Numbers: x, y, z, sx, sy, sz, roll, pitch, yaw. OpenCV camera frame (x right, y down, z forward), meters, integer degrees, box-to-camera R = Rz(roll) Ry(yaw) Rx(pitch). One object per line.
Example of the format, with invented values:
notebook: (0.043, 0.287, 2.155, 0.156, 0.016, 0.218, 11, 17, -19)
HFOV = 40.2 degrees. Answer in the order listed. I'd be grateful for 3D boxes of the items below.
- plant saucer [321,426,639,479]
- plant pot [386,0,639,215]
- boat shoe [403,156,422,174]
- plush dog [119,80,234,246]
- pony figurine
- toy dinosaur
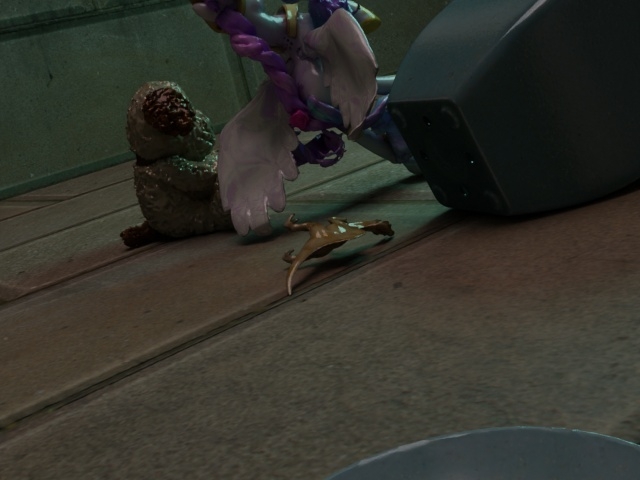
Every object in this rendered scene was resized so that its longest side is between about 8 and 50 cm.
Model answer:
plant saucer: (0.059, 0.134, 0.335, 0.195, 0.037, 0.195, -13, 12, 3)
plant pot: (0.228, -0.158, 0.973, 0.252, 0.247, 0.247, -38, 20, -17)
boat shoe: (0.260, -0.182, 1.303, 0.306, 0.105, 0.113, -41, 30, -8)
plush dog: (-0.217, -0.123, 1.281, 0.211, 0.225, 0.262, -17, 14, -11)
pony figurine: (-0.008, -0.207, 1.158, 0.364, 0.350, 0.303, 7, -37, -45)
toy dinosaur: (0.000, 0.000, 0.926, 0.093, 0.053, 0.183, 1, 20, 45)
